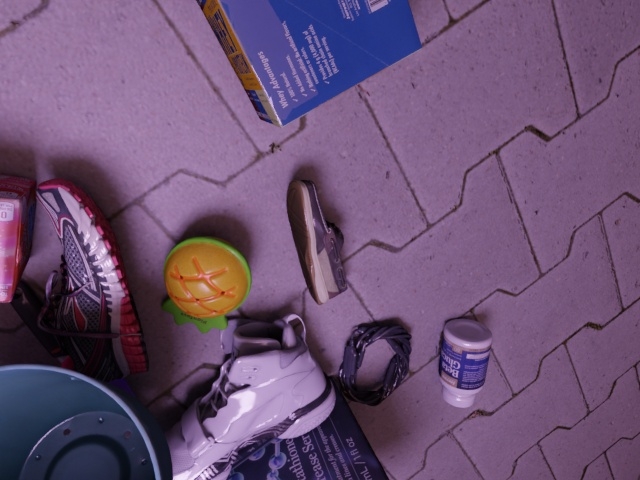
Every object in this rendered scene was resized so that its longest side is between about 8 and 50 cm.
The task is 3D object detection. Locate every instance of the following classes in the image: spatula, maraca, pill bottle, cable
[{"bbox_3d":[-0.370,0.181,0.599,0.084,0.030,0.296,-25,116,-10],"label":"spatula"},{"bbox_3d":[-0.172,0.070,0.593,0.127,0.099,0.185,23,122,-6],"label":"maraca"},{"bbox_3d":[0.297,0.258,0.834,0.094,0.094,0.169,-7,112,-17],"label":"pill bottle"},{"bbox_3d":[0.111,0.247,0.796,0.151,0.047,0.184,-6,109,-23],"label":"cable"}]

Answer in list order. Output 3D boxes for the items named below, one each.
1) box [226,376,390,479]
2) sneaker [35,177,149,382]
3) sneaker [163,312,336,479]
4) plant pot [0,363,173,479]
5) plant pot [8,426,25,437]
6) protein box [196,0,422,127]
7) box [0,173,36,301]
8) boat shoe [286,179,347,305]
[{"bbox_3d":[-0.078,0.473,0.670,0.396,0.293,0.211,-23,116,-11],"label":"box"},{"bbox_3d":[-0.308,0.069,0.519,0.112,0.121,0.298,-14,114,-25],"label":"sneaker"},{"bbox_3d":[-0.160,0.257,0.650,0.366,0.137,0.210,-21,115,-17],"label":"sneaker"},{"bbox_3d":[-0.308,0.296,0.457,0.293,0.235,0.292,3,71,-8],"label":"plant pot"},{"bbox_3d":[-0.458,0.243,0.570,0.079,0.083,0.083,-9,113,-3],"label":"plant pot"},{"bbox_3d":[-0.022,-0.279,0.487,0.201,0.136,0.199,-32,118,-6],"label":"protein box"},{"bbox_3d":[-0.459,-0.019,0.415,0.257,0.128,0.122,7,105,-30],"label":"box"},{"bbox_3d":[0.001,0.001,0.641,0.074,0.080,0.223,-20,121,-18],"label":"boat shoe"}]
